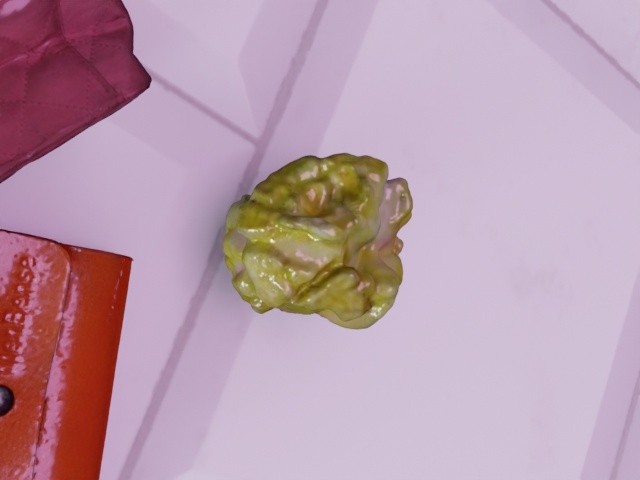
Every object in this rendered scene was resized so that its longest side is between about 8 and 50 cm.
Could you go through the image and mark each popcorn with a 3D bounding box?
[{"bbox_3d":[0.000,0.000,0.712,0.145,0.126,0.126,-43,123,-55],"label":"popcorn"}]

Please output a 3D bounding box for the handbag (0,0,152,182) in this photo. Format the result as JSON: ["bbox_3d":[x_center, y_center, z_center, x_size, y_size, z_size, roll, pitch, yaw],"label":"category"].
[{"bbox_3d":[-0.213,-0.090,0.547,0.225,0.146,0.135,-37,115,-31],"label":"handbag"}]

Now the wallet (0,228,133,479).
[{"bbox_3d":[-0.194,0.096,0.615,0.142,0.045,0.204,13,80,-35],"label":"wallet"}]
